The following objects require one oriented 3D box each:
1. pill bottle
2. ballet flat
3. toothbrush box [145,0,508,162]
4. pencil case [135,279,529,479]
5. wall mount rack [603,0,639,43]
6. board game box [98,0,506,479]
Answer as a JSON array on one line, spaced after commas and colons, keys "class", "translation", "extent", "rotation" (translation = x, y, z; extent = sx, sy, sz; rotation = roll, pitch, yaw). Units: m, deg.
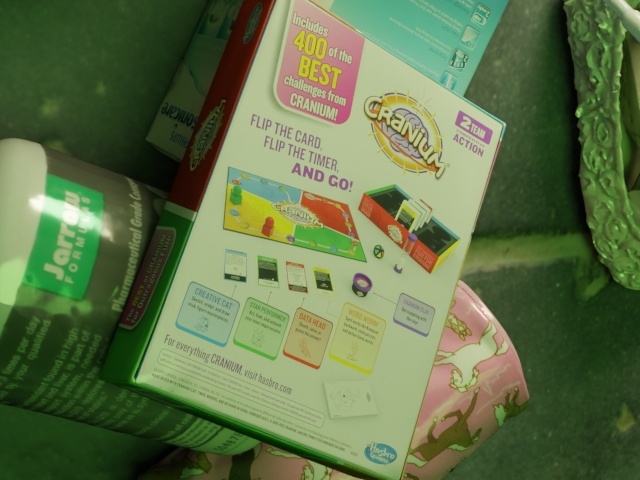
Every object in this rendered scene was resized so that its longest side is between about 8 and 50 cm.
[{"class": "pill bottle", "translation": [-0.200, 0.039, 0.865], "extent": [0.361, 0.204, 0.204], "rotation": [20, 95, -29]}, {"class": "ballet flat", "translation": [0.344, -0.108, 1.129], "extent": [0.147, 0.147, 0.409], "rotation": [-26, 114, -17]}, {"class": "toothbrush box", "translation": [0.013, -0.168, 0.956], "extent": [0.216, 0.126, 0.296], "rotation": [23, 93, -29]}, {"class": "pencil case", "translation": [0.009, 0.194, 1.027], "extent": [0.386, 0.167, 0.160], "rotation": [-34, 109, -13]}, {"class": "wall mount rack", "translation": [0.229, -0.346, 0.886], "extent": [0.350, 0.130, 0.304], "rotation": [67, 30, -62]}, {"class": "board game box", "translation": [0.000, 0.000, 0.833], "extent": [0.242, 0.064, 0.317], "rotation": [28, 72, -28]}]
